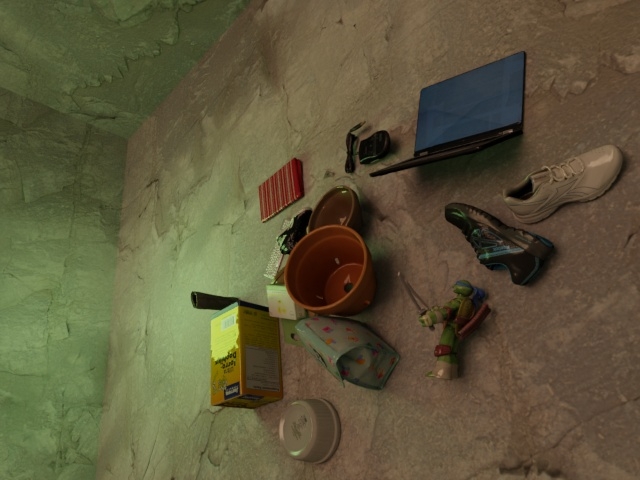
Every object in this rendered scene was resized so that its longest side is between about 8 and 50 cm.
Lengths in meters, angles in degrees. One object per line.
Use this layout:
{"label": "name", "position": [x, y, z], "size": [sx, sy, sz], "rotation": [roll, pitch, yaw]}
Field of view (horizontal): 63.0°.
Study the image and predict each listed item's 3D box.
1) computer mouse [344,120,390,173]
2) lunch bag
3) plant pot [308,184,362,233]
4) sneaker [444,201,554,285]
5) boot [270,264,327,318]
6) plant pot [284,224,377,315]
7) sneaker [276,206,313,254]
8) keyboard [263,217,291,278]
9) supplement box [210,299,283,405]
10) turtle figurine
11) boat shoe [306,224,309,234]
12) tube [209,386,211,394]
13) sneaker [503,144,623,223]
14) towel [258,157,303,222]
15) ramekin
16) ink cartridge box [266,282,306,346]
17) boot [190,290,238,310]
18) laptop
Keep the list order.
{"label": "computer mouse", "position": [0.182, -0.361, 1.916], "size": [0.262, 0.060, 0.184], "rotation": [-23, 61, 54]}
{"label": "lunch bag", "position": [0.070, 0.331, 1.585], "size": [0.223, 0.262, 0.160], "rotation": [34, 100, 48]}
{"label": "plant pot", "position": [0.071, -0.068, 1.859], "size": [0.237, 0.109, 0.238], "rotation": [-33, 41, 36]}
{"label": "sneaker", "position": [0.448, -0.002, 1.413], "size": [0.341, 0.125, 0.140], "rotation": [38, 108, 51]}
{"label": "boot", "position": [-0.072, 0.203, 1.936], "size": [0.236, 0.089, 0.270], "rotation": [-56, 45, 24]}
{"label": "plant pot", "position": [0.057, 0.121, 1.696], "size": [0.290, 0.203, 0.291], "rotation": [-15, 57, 24]}
{"label": "sneaker", "position": [-0.084, -0.023, 2.062], "size": [0.217, 0.079, 0.121], "rotation": [-47, 51, 32]}
{"label": "keyboard", "position": [-0.172, 0.034, 2.174], "size": [0.072, 0.014, 0.256], "rotation": [17, 87, 50]}
{"label": "supplement box", "position": [-0.286, 0.438, 1.989], "size": [0.195, 0.194, 0.357], "rotation": [-30, 53, 37]}
{"label": "turtle figurine", "position": [0.305, 0.233, 1.423], "size": [0.198, 0.274, 0.267], "rotation": [136, 142, -78]}
{"label": "boat shoe", "position": [0.000, 0.000, 1.950], "size": [0.065, 0.075, 0.206], "rotation": [-48, 40, 28]}
{"label": "tube", "position": [-0.406, 0.559, 2.182], "size": [0.070, 0.062, 0.240], "rotation": [-63, -3, -79]}
{"label": "sneaker", "position": [0.597, -0.143, 1.301], "size": [0.297, 0.129, 0.111], "rotation": [-35, 49, 32]}
{"label": "towel", "position": [-0.174, -0.216, 2.271], "size": [0.274, 0.031, 0.199], "rotation": [-31, 55, 39]}
{"label": "ramekin", "position": [-0.045, 0.620, 1.710], "size": [0.207, 0.109, 0.207], "rotation": [-23, 58, 41]}
{"label": "ink cartridge box", "position": [-0.118, 0.276, 1.905], "size": [0.171, 0.056, 0.235], "rotation": [-2, 95, 51]}
{"label": "boot", "position": [-0.429, 0.281, 2.204], "size": [0.189, 0.208, 0.076], "rotation": [35, 102, 49]}
{"label": "laptop", "position": [0.379, -0.377, 1.572], "size": [0.381, 0.407, 0.237], "rotation": [-9, 101, 46]}
